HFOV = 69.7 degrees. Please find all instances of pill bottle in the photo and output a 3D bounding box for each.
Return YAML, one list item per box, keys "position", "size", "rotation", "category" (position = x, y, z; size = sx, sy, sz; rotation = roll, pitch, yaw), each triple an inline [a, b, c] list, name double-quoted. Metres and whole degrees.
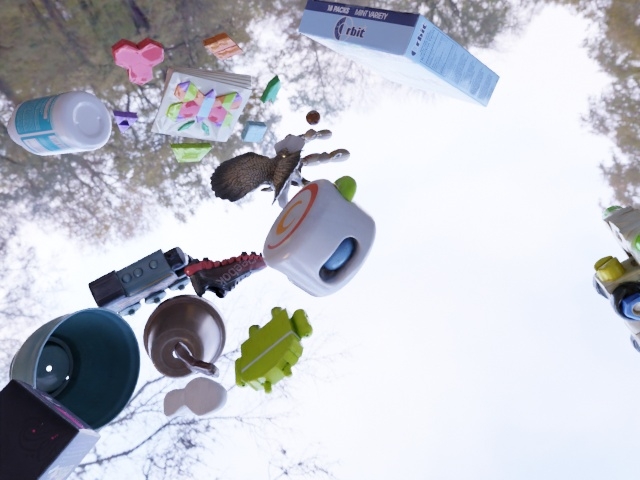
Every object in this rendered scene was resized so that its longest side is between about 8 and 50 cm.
- position: [-0.686, -0.298, 1.188]
  size: [0.264, 0.146, 0.146]
  rotation: [1, -136, 26]
  category: "pill bottle"

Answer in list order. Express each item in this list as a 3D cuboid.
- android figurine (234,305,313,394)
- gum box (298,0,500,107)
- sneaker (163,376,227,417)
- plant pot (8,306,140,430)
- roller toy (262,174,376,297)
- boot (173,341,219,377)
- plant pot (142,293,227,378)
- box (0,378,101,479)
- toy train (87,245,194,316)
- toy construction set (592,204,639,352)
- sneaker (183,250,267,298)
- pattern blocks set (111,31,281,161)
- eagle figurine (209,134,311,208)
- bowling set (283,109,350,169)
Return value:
- position: [-0.125, 0.278, 1.176]
  size: [0.248, 0.056, 0.273]
  rotation: [-40, -155, 3]
  category: "android figurine"
- position: [0.093, -0.212, 0.525]
  size: [0.184, 0.041, 0.157]
  rotation: [4, -158, -48]
  category: "gum box"
- position: [-0.255, 0.346, 1.014]
  size: [0.212, 0.094, 0.080]
  rotation: [-22, -117, 39]
  category: "sneaker"
- position: [-0.632, 0.320, 1.146]
  size: [0.196, 0.293, 0.293]
  rotation: [-8, -139, 25]
  category: "plant pot"
- position: [0.000, 0.000, 0.837]
  size: [0.209, 0.146, 0.191]
  rotation: [-30, -149, 47]
  category: "roller toy"
- position: [-0.323, 0.316, 1.209]
  size: [0.114, 0.106, 0.037]
  rotation: [7, -134, 35]
  category: "boot"
- position: [-0.421, 0.309, 1.402]
  size: [0.263, 0.263, 0.229]
  rotation: [-25, -173, -7]
  category: "plant pot"
- position: [-0.558, 0.409, 0.800]
  size: [0.165, 0.143, 0.270]
  rotation: [32, -118, 8]
  category: "box"
- position: [-0.562, 0.129, 1.464]
  size: [0.334, 0.190, 0.142]
  rotation: [-28, -104, -12]
  category: "toy train"
- position: [0.463, 0.054, 0.539]
  size: [0.215, 0.328, 0.151]
  rotation: [-35, 176, 20]
  category: "toy construction set"
- position: [-0.285, 0.112, 1.460]
  size: [0.276, 0.097, 0.135]
  rotation: [-9, -106, -30]
  category: "sneaker"
- position: [-0.228, -0.262, 0.888]
  size: [0.324, 0.285, 0.026]
  rotation: [-14, -122, -31]
  category: "pattern blocks set"
- position: [-0.130, -0.180, 1.282]
  size: [0.226, 0.298, 0.225]
  rotation: [-47, -107, 16]
  category: "eagle figurine"
- position: [-0.056, -0.338, 1.572]
  size: [0.287, 0.200, 0.154]
  rotation: [-9, -172, 38]
  category: "bowling set"
